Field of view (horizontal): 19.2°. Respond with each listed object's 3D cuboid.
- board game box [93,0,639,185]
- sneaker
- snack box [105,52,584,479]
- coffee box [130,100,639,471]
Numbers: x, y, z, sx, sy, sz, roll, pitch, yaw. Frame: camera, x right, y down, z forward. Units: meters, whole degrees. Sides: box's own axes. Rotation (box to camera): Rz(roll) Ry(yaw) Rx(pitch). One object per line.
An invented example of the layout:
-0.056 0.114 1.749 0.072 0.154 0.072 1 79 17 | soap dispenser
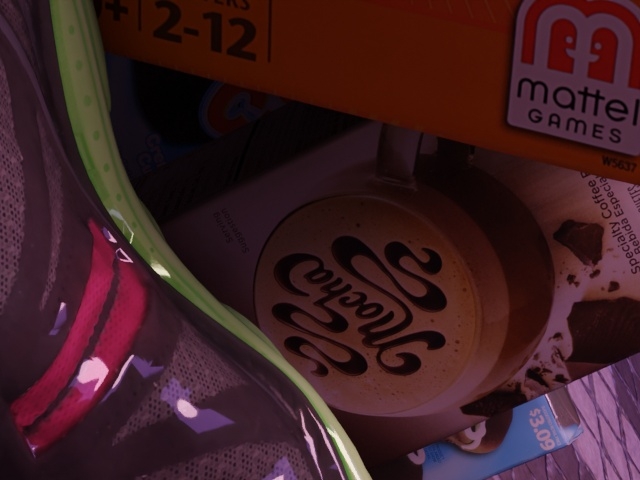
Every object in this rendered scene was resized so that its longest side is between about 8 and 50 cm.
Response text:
0.054 -0.283 0.812 0.356 0.356 0.356 -40 139 -53 | board game box
-0.136 0.041 0.722 0.202 0.185 0.483 -35 98 -53 | sneaker
0.000 0.000 1.084 0.322 0.187 0.060 67 17 6 | snack box
0.026 0.012 0.955 0.168 0.297 0.119 60 15 -17 | coffee box
